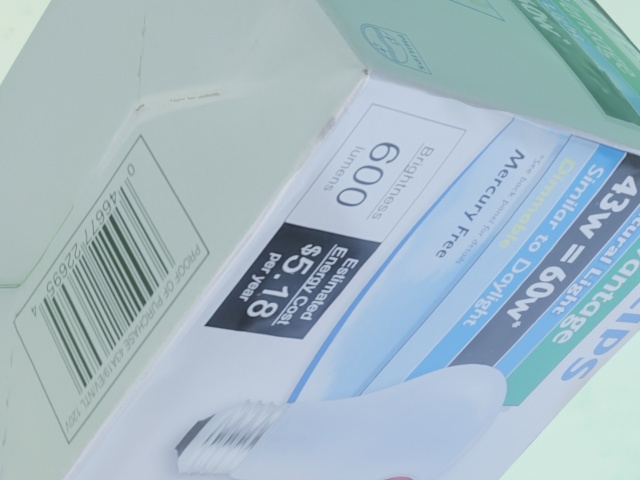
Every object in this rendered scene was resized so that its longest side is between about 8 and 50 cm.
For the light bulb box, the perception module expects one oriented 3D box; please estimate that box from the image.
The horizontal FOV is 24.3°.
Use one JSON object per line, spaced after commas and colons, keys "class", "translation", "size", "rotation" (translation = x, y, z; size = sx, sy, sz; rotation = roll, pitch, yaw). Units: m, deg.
{"class": "light bulb box", "translation": [0.000, 0.000, 0.875], "size": [0.361, 0.225, 0.358], "rotation": [9, 128, -44]}
